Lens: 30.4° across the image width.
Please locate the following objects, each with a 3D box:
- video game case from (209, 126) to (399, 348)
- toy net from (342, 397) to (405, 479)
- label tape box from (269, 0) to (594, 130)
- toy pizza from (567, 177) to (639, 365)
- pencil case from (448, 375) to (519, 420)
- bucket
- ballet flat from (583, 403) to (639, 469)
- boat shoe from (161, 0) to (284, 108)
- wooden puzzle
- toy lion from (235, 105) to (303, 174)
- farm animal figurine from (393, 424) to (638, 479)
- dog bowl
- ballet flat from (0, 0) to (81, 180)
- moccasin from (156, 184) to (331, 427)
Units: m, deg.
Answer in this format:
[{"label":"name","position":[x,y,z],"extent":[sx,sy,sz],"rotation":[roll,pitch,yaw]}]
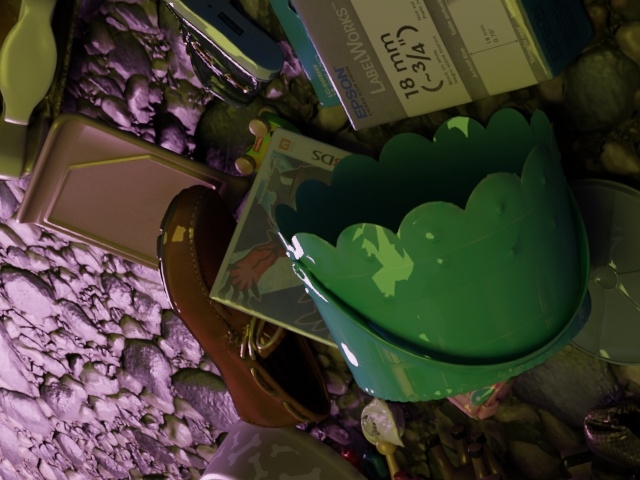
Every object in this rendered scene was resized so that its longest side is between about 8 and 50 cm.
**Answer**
[{"label":"video game case","position":[0.000,0.000,1.253],"extent":[0.183,0.201,0.023],"rotation":[20,177,14]},{"label":"toy net","position":[0.080,0.275,1.519],"extent":[0.122,0.045,0.232],"rotation":[37,140,42]},{"label":"label tape box","position":[0.049,-0.234,1.088],"extent":[0.333,0.106,0.241],"rotation":[-11,115,42]},{"label":"toy pizza","position":[0.288,0.030,1.156],"extent":[0.201,0.032,0.201],"rotation":[23,128,34]},{"label":"pencil case","position":[0.090,0.084,1.296],"extent":[0.284,0.124,0.124],"rotation":[31,136,13]},{"label":"bucket","position":[0.113,0.012,1.097],"extent":[0.281,0.281,0.183],"rotation":[-7,113,41]},{"label":"ballet flat","position":[0.389,0.223,1.213],"extent":[0.249,0.084,0.058],"rotation":[20,134,32]},{"label":"boat shoe","position":[-0.127,-0.222,1.262],"extent":[0.183,0.065,0.083],"rotation":[44,137,-2]},{"label":"wooden puzzle","position":[-0.230,-0.055,1.430],"extent":[0.238,0.044,0.221],"rotation":[19,140,-16]},{"label":"toy lion","position":[-0.042,-0.090,1.330],"extent":[0.096,0.034,0.100],"rotation":[30,136,5]},{"label":"farm animal figurine","position":[0.209,0.337,1.286],"extent":[0.326,0.330,0.172],"rotation":[-18,104,30]},{"label":"dog bowl","position":[-0.025,0.400,1.603],"extent":[0.348,0.102,0.349],"rotation":[30,145,24]},{"label":"ballet flat","position":[-0.365,-0.187,1.376],"extent":[0.483,0.164,0.182],"rotation":[117,144,-45]},{"label":"moccasin","position":[-0.082,0.091,1.413],"extent":[0.147,0.139,0.380],"rotation":[0,128,27]}]
